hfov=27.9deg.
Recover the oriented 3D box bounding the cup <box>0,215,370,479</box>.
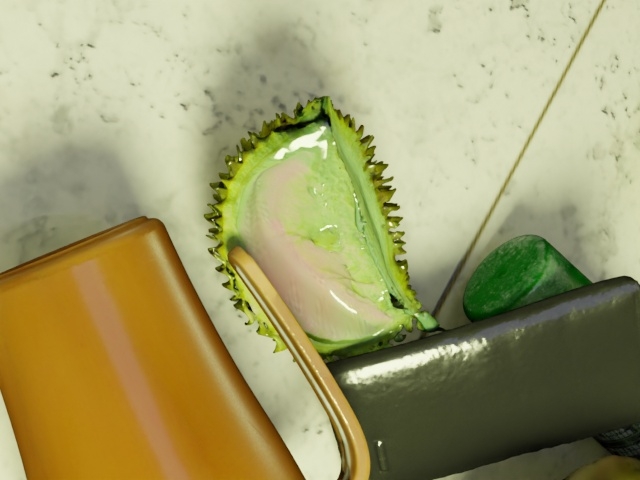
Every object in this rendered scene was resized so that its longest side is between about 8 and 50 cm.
[{"bbox_3d":[-0.094,0.118,0.831,0.226,0.182,0.264,-24,96,-21],"label":"cup"}]

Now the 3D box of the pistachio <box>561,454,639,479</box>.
[{"bbox_3d":[0.209,0.372,0.916,0.365,0.281,0.445,57,48,-37],"label":"pistachio"}]

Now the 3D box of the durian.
[{"bbox_3d":[-0.004,-0.003,0.915,0.137,0.095,0.220,-21,118,10],"label":"durian"}]

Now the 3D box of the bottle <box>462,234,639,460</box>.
[{"bbox_3d":[0.252,0.127,1.047,0.330,0.093,0.093,41,74,-22],"label":"bottle"}]

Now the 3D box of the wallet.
[{"bbox_3d":[0.126,0.111,0.952,0.244,0.025,0.124,-15,117,-2],"label":"wallet"}]
